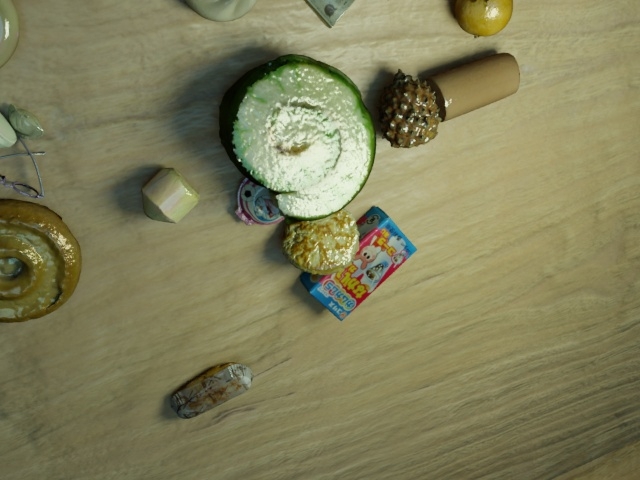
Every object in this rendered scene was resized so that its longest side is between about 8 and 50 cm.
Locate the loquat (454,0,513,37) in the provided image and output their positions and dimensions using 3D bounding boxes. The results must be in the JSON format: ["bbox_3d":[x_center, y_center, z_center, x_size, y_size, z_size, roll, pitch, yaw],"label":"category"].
[{"bbox_3d":[0.395,-0.564,1.218,0.141,0.141,0.141,-8,116,-17],"label":"loquat"}]

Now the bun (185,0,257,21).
[{"bbox_3d":[-0.201,-0.533,1.016,0.173,0.120,0.172,-8,115,-19],"label":"bun"}]

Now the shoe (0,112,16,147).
[{"bbox_3d":[-0.731,-0.256,0.965,0.110,0.095,0.265,-41,116,8],"label":"shoe"}]

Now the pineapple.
[{"bbox_3d":[0.214,-0.327,1.248,0.166,0.166,0.193,-20,107,-11],"label":"pineapple"}]

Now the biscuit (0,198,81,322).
[{"bbox_3d":[-0.692,0.053,1.118,0.297,0.102,0.296,-7,115,-16],"label":"biscuit"}]

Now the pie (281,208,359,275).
[{"bbox_3d":[0.000,0.000,1.326,0.206,0.084,0.178,-2,77,-3],"label":"pie"}]

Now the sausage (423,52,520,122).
[{"bbox_3d":[0.399,-0.402,1.305,0.253,0.123,0.123,-23,120,-9],"label":"sausage"}]

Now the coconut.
[{"bbox_3d":[-0.354,-0.096,1.166,0.122,0.116,0.116,-42,121,-5],"label":"coconut"}]

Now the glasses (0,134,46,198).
[{"bbox_3d":[-0.633,-0.160,1.059,0.140,0.062,0.103,30,99,-31],"label":"glasses"}]

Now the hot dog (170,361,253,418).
[{"bbox_3d":[-0.315,0.434,1.460,0.253,0.069,0.131,-28,130,-4],"label":"hot dog"}]

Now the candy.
[{"bbox_3d":[0.107,0.067,1.428,0.306,0.100,0.157,-43,122,3],"label":"candy"}]

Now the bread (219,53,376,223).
[{"bbox_3d":[-0.052,-0.225,1.178,0.367,0.129,0.381,1,100,-26],"label":"bread"}]

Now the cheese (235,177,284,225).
[{"bbox_3d":[-0.108,-0.131,1.274,0.244,0.062,0.155,-40,119,0],"label":"cheese"}]

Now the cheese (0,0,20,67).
[{"bbox_3d":[-0.620,-0.437,0.926,0.163,0.082,0.286,34,96,-31],"label":"cheese"}]

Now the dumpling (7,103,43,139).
[{"bbox_3d":[-0.615,-0.239,1.042,0.059,0.043,0.077,-38,128,25],"label":"dumpling"}]

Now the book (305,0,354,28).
[{"bbox_3d":[0.003,-0.597,1.122,0.199,0.016,0.138,39,96,-30],"label":"book"}]
